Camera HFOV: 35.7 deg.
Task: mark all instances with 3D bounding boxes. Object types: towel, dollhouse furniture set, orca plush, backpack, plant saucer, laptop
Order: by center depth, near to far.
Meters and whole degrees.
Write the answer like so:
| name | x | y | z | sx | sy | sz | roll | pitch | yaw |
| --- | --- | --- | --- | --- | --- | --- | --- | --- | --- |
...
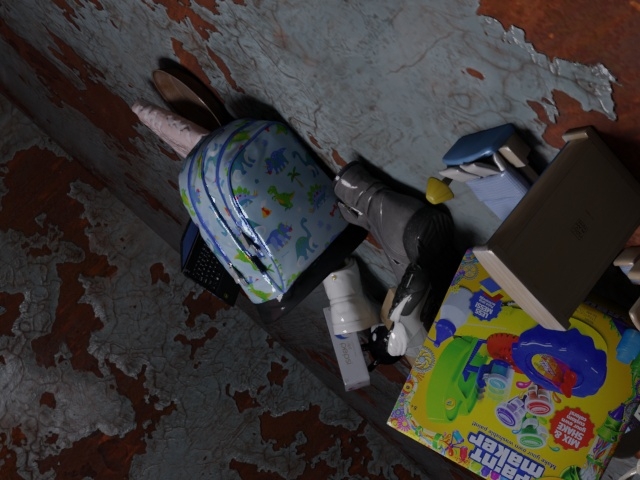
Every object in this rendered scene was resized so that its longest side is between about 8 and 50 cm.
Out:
| name | x | y | z | sx | sy | sz | roll | pitch | yaw |
| --- | --- | --- | --- | --- | --- | --- | --- | --- | --- |
| dollhouse furniture set | 0.274 | 0.019 | 1.289 | 0.286 | 0.198 | 0.303 | 45 | 165 | -15 |
| backpack | -0.101 | -0.065 | 1.890 | 0.355 | 0.290 | 0.273 | 48 | 156 | -2 |
| plant saucer | -0.263 | -0.290 | 2.048 | 0.198 | 0.036 | 0.198 | 37 | 165 | 12 |
| towel | -0.226 | -0.171 | 2.174 | 0.332 | 0.053 | 0.317 | 27 | 169 | 40 |
| laptop | -0.243 | -0.007 | 2.465 | 0.264 | 0.234 | 0.136 | 37 | 145 | -28 |
| orca plush | 0.138 | 0.286 | 2.566 | 0.151 | 0.102 | 0.287 | 43 | 165 | -7 |

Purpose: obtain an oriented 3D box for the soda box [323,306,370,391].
| name | x | y | z | sx | sy | sz | roll | pitch | yaw |
| --- | --- | --- | --- | --- | --- | --- | --- | --- | --- |
| soda box | 0.068 | 0.274 | 2.566 | 0.074 | 0.069 | 0.216 | 81 | 173 | -66 |

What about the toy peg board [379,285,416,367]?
| name | x | y | z | sx | sy | sz | roll | pitch | yaw |
| --- | --- | --- | --- | --- | --- | --- | --- | --- | --- |
| toy peg board | 0.211 | 0.181 | 2.138 | 0.161 | 0.079 | 0.161 | 57 | 162 | 19 |

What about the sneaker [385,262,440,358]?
| name | x | y | z | sx | sy | sz | roll | pitch | yaw |
| --- | --- | --- | --- | --- | --- | --- | --- | --- | --- |
| sneaker | 0.173 | 0.126 | 1.676 | 0.108 | 0.100 | 0.271 | 19 | 154 | 14 |

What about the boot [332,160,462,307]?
| name | x | y | z | sx | sy | sz | roll | pitch | yaw |
| --- | --- | --- | --- | --- | --- | --- | --- | --- | --- |
| boot | 0.139 | 0.004 | 1.788 | 0.222 | 0.118 | 0.338 | 35 | 153 | 32 |

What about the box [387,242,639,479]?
| name | x | y | z | sx | sy | sz | roll | pitch | yaw |
| --- | --- | --- | --- | --- | --- | --- | --- | --- | --- |
| box | 0.296 | 0.192 | 1.403 | 0.290 | 0.279 | 0.177 | 26 | -169 | 17 |

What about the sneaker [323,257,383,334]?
| name | x | y | z | sx | sy | sz | roll | pitch | yaw |
| --- | --- | --- | --- | --- | --- | --- | --- | --- | --- |
| sneaker | 0.078 | 0.112 | 2.256 | 0.292 | 0.108 | 0.169 | -7 | -96 | -78 |

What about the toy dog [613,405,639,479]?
| name | x | y | z | sx | sy | sz | roll | pitch | yaw |
| --- | --- | --- | --- | --- | --- | --- | --- | --- | --- |
| toy dog | 0.496 | 0.283 | 1.433 | 0.161 | 0.220 | 0.333 | 31 | 171 | -12 |

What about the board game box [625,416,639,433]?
| name | x | y | z | sx | sy | sz | roll | pitch | yaw |
| --- | --- | --- | --- | --- | --- | --- | --- | --- | --- |
| board game box | 0.494 | 0.277 | 1.794 | 0.136 | 0.035 | 0.201 | 19 | 154 | 54 |
